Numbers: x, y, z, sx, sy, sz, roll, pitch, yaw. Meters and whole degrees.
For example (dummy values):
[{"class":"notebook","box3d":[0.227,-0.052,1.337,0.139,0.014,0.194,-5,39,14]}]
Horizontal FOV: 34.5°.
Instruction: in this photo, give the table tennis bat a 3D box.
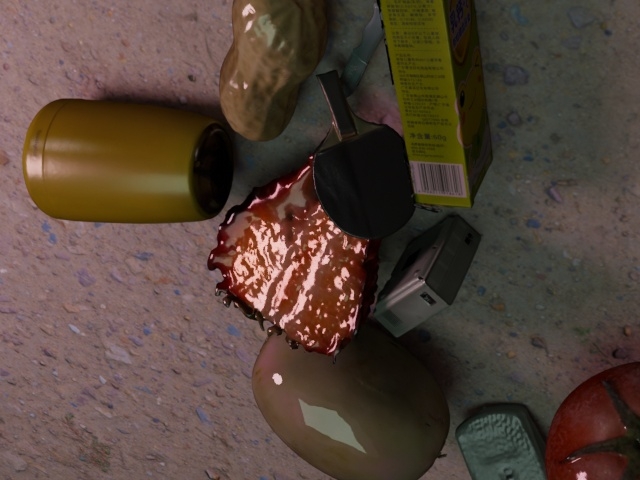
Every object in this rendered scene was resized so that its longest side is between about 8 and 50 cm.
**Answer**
[{"class":"table tennis bat","box3d":[0.045,-0.107,1.284,0.130,0.019,0.220,-20,96,4]}]

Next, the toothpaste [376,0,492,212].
[{"class":"toothpaste","box3d":[0.136,-0.195,1.194,0.077,0.110,0.327,6,130,25]}]

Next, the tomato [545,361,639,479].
[{"class":"tomato","box3d":[0.434,0.296,1.362,0.265,0.265,0.265,14,133,16]}]

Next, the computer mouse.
[{"class":"computer mouse","box3d":[0.300,0.360,1.590,0.128,0.079,0.230,-21,89,22]}]

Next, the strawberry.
[{"class":"strawberry","box3d":[-0.016,0.002,1.425,0.253,0.150,0.280,13,101,29]}]

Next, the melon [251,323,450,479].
[{"class":"melon","box3d":[0.048,0.239,1.533,0.317,0.223,0.223,31,135,-3]}]

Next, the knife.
[{"class":"knife","box3d":[0.050,-0.224,1.245,0.028,0.015,0.210,16,153,-8]}]

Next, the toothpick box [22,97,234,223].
[{"class":"toothpick box","box3d":[-0.257,-0.106,1.433,0.271,0.175,0.175,5,130,19]}]

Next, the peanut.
[{"class":"peanut","box3d":[-0.060,-0.222,1.267,0.124,0.123,0.256,24,135,7]}]

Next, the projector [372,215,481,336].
[{"class":"projector","box3d":[0.139,0.044,1.371,0.061,0.147,0.115,42,134,-9]}]
